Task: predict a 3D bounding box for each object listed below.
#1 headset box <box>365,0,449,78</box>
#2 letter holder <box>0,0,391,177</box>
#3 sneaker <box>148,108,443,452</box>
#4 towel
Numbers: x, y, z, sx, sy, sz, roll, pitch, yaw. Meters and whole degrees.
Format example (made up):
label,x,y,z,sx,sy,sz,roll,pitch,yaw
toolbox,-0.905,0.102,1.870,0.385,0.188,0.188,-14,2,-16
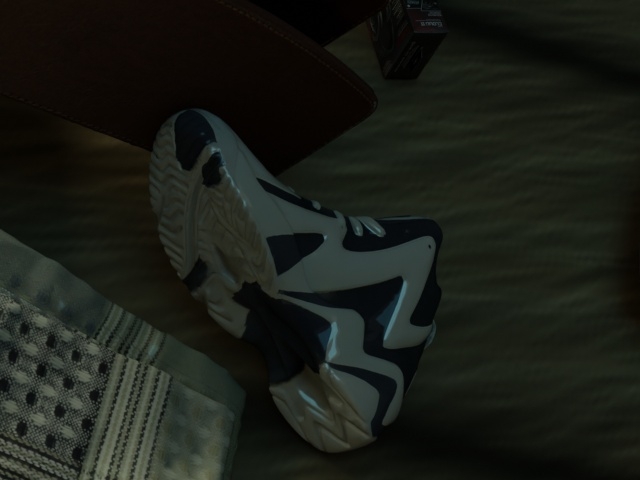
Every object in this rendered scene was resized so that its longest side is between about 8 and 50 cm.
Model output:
label,x,y,z,sx,sy,sz,roll,pitch,yaw
headset box,0.065,-0.170,0.914,0.032,0.062,0.083,-4,64,-23
letter holder,-0.068,-0.174,0.692,0.302,0.214,0.152,19,48,-54
sneaker,0.000,0.000,0.755,0.235,0.094,0.153,54,46,-7
towel,-0.173,0.120,0.566,0.312,0.056,0.324,32,38,-23
